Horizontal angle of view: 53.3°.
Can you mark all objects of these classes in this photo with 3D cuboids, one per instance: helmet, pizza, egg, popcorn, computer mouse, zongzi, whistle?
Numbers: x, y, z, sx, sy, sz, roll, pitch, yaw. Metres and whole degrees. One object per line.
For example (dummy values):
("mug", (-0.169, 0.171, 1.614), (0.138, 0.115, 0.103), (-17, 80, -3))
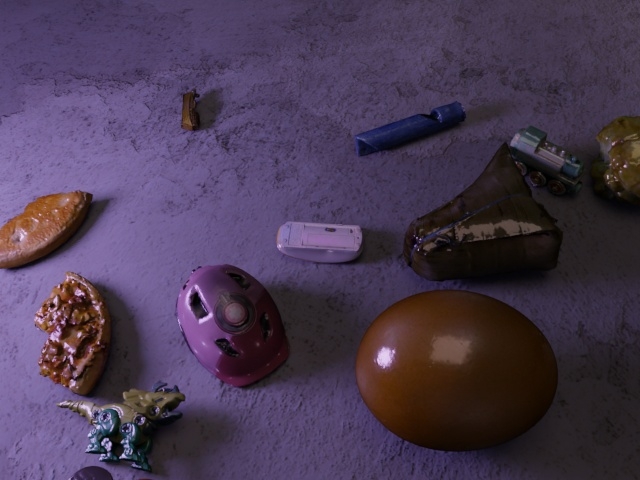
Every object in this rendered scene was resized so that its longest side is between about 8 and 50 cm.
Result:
("helmet", (-0.184, 0.148, 1.288), (0.198, 0.154, 0.253), (-32, 54, -21))
("pizza", (-0.650, -0.031, 1.489), (0.135, 0.056, 0.271), (24, 59, 16))
("pizza", (-0.511, 0.184, 1.307), (0.162, 0.085, 0.305), (-17, 53, -10))
("egg", (0.237, 0.227, 1.130), (0.352, 0.282, 0.282), (4, 53, 3))
("popcorn", (0.747, -0.190, 1.497), (0.204, 0.183, 0.221), (16, 54, 6))
("computer mouse", (0.000, 0.001, 1.453), (0.199, 0.044, 0.102), (2, 52, 4))
("zongzi", (0.329, -0.082, 1.435), (0.323, 0.159, 0.360), (-5, 54, -3))
("whistle", (0.231, -0.289, 1.657), (0.305, 0.062, 0.062), (-20, 55, -14))

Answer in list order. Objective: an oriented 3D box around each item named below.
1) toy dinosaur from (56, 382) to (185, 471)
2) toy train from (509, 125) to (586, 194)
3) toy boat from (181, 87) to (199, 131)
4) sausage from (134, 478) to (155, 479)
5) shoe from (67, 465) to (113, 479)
("toy dinosaur", (-0.384, 0.341, 1.188), (0.260, 0.094, 0.153), (-2, 53, 9))
("toy train", (0.543, -0.188, 1.533), (0.194, 0.125, 0.081), (33, 64, 24))
("toy boat", (-0.351, -0.354, 1.730), (0.049, 0.047, 0.149), (3, 55, -13))
("sausage", (-0.211, 0.504, 1.062), (0.300, 0.083, 0.089), (30, 53, 19))
("shoe", (-0.411, 0.518, 1.048), (0.103, 0.098, 0.274), (12, 56, 20))
